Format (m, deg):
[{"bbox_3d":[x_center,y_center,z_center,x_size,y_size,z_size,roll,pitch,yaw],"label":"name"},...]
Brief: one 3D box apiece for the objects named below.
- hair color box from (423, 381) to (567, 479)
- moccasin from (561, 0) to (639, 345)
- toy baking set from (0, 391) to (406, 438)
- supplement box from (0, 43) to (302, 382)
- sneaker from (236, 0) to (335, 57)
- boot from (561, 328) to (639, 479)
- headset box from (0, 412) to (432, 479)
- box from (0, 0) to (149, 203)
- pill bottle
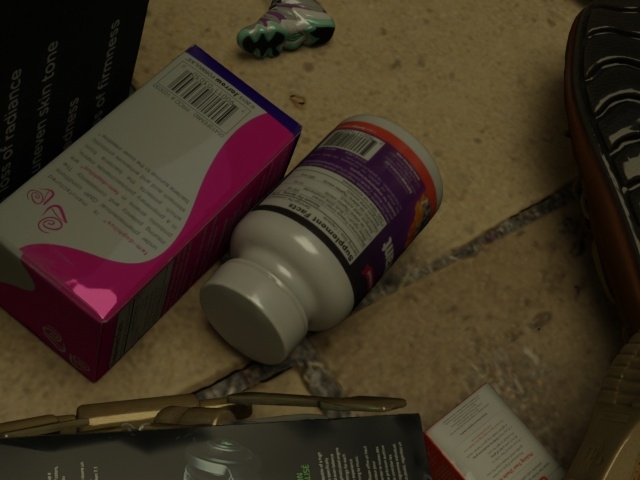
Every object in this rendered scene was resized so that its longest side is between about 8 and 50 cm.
[{"bbox_3d":[0.139,0.182,0.761,0.072,0.043,0.141,-31,71,-29],"label":"hair color box"},{"bbox_3d":[0.284,-0.039,0.885,0.139,0.147,0.380,-11,67,-4],"label":"moccasin"},{"bbox_3d":[-0.086,0.122,0.661,0.256,0.197,0.030,-4,90,-21],"label":"toy baking set"},{"bbox_3d":[-0.130,-0.022,0.769,0.111,0.114,0.220,38,57,8],"label":"supplement box"},{"bbox_3d":[-0.042,-0.204,0.946,0.098,0.038,0.069,-13,62,-32],"label":"sneaker"},{"bbox_3d":[0.277,0.171,0.726,0.207,0.090,0.248,41,79,-19],"label":"boot"},{"bbox_3d":[-0.103,0.200,0.565,0.283,0.246,0.131,0,61,-16],"label":"headset box"},{"bbox_3d":[-0.331,-0.173,0.544,0.297,0.480,0.472,37,47,10],"label":"box"},{"bbox_3d":[0.000,0.000,0.793,0.108,0.108,0.193,38,59,9],"label":"pill bottle"}]
